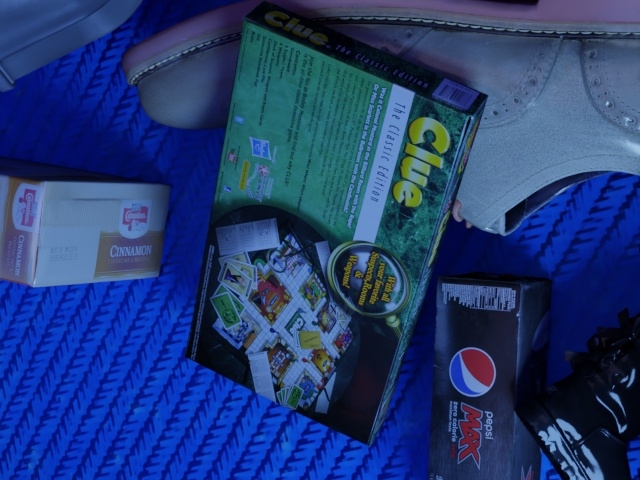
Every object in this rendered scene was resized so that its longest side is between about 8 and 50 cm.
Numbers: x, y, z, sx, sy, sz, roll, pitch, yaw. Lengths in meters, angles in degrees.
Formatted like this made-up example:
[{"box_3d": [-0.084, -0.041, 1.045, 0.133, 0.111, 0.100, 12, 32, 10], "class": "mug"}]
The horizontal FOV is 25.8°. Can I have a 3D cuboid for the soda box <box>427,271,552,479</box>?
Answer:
[{"box_3d": [0.099, 0.104, 0.823, 0.053, 0.060, 0.169, 5, 93, 27], "class": "soda box"}]

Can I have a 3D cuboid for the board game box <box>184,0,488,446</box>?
[{"box_3d": [0.000, 0.000, 0.807, 0.136, 0.030, 0.260, 27, 132, 14], "class": "board game box"}]

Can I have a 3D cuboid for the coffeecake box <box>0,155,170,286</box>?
[{"box_3d": [-0.217, -0.020, 0.927, 0.185, 0.142, 0.068, 10, 95, 25], "class": "coffeecake box"}]

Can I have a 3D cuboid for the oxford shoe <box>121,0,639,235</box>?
[{"box_3d": [0.061, -0.074, 0.800, 0.397, 0.140, 0.146, 0, 96, 27], "class": "oxford shoe"}]

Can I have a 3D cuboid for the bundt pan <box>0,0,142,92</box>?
[{"box_3d": [-0.185, -0.263, 0.827, 0.124, 0.331, 0.331, -16, 83, 7], "class": "bundt pan"}]

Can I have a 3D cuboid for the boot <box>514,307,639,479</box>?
[{"box_3d": [0.175, 0.104, 0.789, 0.099, 0.045, 0.121, -36, 112, -3], "class": "boot"}]
